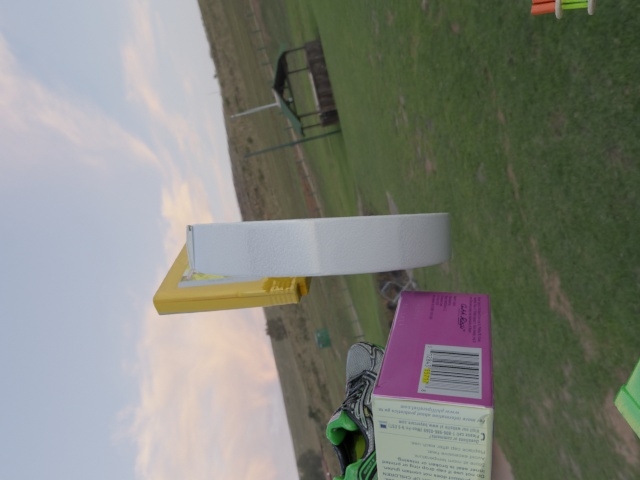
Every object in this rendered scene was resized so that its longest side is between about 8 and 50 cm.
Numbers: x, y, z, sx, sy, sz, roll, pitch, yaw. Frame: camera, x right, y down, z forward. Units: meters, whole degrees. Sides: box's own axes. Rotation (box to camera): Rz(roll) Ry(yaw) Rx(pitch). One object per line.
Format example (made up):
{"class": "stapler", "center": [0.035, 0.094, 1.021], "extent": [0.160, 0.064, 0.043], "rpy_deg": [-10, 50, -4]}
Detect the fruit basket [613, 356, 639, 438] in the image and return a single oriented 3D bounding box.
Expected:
{"class": "fruit basket", "center": [0.643, 0.322, 0.701], "extent": [0.283, 0.391, 0.393], "rpy_deg": [-46, -56, -74]}

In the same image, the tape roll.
{"class": "tape roll", "center": [0.000, 0.000, 0.769], "extent": [0.392, 0.391, 0.072], "rpy_deg": [-69, -24, -87]}

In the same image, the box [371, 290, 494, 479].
{"class": "box", "center": [0.145, 0.219, 0.607], "extent": [0.213, 0.117, 0.243], "rpy_deg": [-54, -38, -62]}

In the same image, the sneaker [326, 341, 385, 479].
{"class": "sneaker", "center": [0.088, 0.328, 0.973], "extent": [0.134, 0.146, 0.344], "rpy_deg": [-51, 24, 29]}

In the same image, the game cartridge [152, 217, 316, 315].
{"class": "game cartridge", "center": [-0.172, 0.048, 1.127], "extent": [0.285, 0.323, 0.053], "rpy_deg": [-81, -19, -58]}

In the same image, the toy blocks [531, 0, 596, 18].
{"class": "toy blocks", "center": [0.386, -0.439, 0.856], "extent": [0.054, 0.148, 0.123], "rpy_deg": [-49, -44, -37]}
